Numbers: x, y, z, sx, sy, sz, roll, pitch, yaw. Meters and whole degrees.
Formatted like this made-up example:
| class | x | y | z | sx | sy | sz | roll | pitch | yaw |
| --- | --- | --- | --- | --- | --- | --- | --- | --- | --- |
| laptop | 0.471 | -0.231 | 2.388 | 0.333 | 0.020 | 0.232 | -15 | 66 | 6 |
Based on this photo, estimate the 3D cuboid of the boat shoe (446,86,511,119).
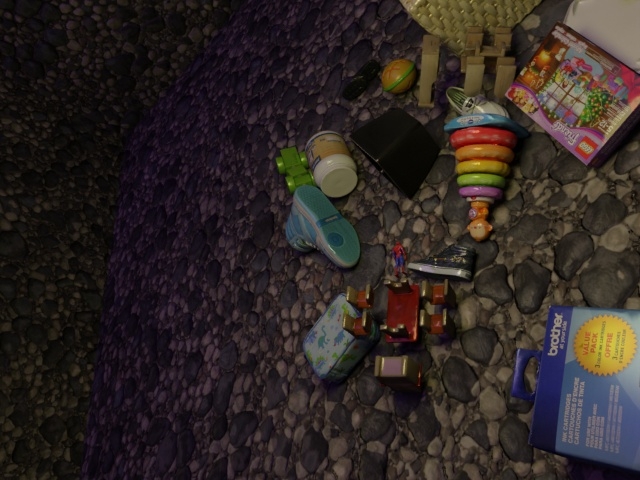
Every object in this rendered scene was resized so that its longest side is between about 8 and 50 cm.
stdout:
| class | x | y | z | sx | sy | sz | roll | pitch | yaw |
| --- | --- | --- | --- | --- | --- | --- | --- | --- | --- |
| boat shoe | 0.414 | -0.355 | 1.579 | 0.083 | 0.076 | 0.226 | -57 | 37 | 9 |

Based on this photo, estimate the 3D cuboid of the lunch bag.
| class | x | y | z | sx | sy | sz | roll | pitch | yaw |
| --- | --- | --- | --- | --- | --- | --- | --- | --- | --- |
| lunch bag | 0.054 | 0.268 | 1.626 | 0.219 | 0.090 | 0.176 | -54 | 39 | 12 |

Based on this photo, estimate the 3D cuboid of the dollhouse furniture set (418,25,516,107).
| class | x | y | z | sx | sy | sz | roll | pitch | yaw |
| --- | --- | --- | --- | --- | --- | --- | --- | --- | --- |
| dollhouse furniture set | 0.390 | -0.449 | 1.561 | 0.242 | 0.161 | 0.212 | 5 | 46 | 9 |

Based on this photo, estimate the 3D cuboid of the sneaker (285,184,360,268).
| class | x | y | z | sx | sy | sz | roll | pitch | yaw |
| --- | --- | --- | --- | --- | --- | --- | --- | --- | --- |
| sneaker | 0.000 | 0.000 | 1.851 | 0.319 | 0.127 | 0.208 | 58 | 144 | 28 |

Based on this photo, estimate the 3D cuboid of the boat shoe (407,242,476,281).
| class | x | y | z | sx | sy | sz | roll | pitch | yaw |
| --- | --- | --- | --- | --- | --- | --- | --- | --- | --- |
| boat shoe | 0.308 | 0.051 | 1.479 | 0.183 | 0.065 | 0.083 | 6 | 72 | 44 |

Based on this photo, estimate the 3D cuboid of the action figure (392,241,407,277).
| class | x | y | z | sx | sy | sz | roll | pitch | yaw |
| --- | --- | --- | --- | --- | --- | --- | --- | --- | --- |
| action figure | 0.218 | 0.050 | 1.612 | 0.038 | 0.030 | 0.115 | -28 | 44 | 31 |

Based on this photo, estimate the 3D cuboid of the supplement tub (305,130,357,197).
| class | x | y | z | sx | sy | sz | roll | pitch | yaw |
| --- | --- | --- | --- | --- | --- | --- | --- | --- | --- |
| supplement tub | 0.037 | -0.251 | 1.913 | 0.144 | 0.144 | 0.200 | -44 | 40 | 24 |

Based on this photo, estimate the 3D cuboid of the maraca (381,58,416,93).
| class | x | y | z | sx | sy | sz | roll | pitch | yaw |
| --- | --- | --- | --- | --- | --- | --- | --- | --- | --- |
| maraca | 0.250 | -0.529 | 1.871 | 0.127 | 0.099 | 0.186 | -36 | 19 | 21 |

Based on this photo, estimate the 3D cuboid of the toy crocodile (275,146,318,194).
| class | x | y | z | sx | sy | sz | roll | pitch | yaw |
| --- | --- | --- | --- | --- | --- | --- | --- | --- | --- |
| toy crocodile | -0.082 | -0.229 | 2.088 | 0.115 | 0.105 | 0.340 | -17 | 42 | -8 |

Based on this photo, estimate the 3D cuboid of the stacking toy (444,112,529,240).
| class | x | y | z | sx | sy | sz | roll | pitch | yaw |
| --- | --- | --- | --- | --- | --- | --- | --- | --- | --- |
| stacking toy | 0.397 | -0.148 | 1.441 | 0.175 | 0.166 | 0.302 | 2 | 85 | 44 |

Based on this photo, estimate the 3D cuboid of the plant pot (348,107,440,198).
| class | x | y | z | sx | sy | sz | roll | pitch | yaw |
| --- | --- | --- | --- | --- | --- | --- | --- | --- | --- |
| plant pot | 0.226 | -0.265 | 1.679 | 0.167 | 0.188 | 0.187 | -43 | 39 | 5 |

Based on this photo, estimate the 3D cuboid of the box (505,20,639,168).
| class | x | y | z | sx | sy | sz | roll | pitch | yaw |
| --- | --- | --- | --- | --- | --- | --- | --- | --- | --- |
| box | 0.575 | -0.329 | 1.307 | 0.201 | 0.057 | 0.293 | -59 | 46 | 30 |

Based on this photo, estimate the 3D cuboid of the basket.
| class | x | y | z | sx | sy | sz | roll | pitch | yaw |
| --- | --- | --- | --- | --- | --- | --- | --- | --- | --- |
| basket | 0.397 | -0.731 | 1.616 | 0.328 | 0.331 | 0.266 | -42 | 43 | 27 |

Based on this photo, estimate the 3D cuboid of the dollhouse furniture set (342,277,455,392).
| class | x | y | z | sx | sy | sz | roll | pitch | yaw |
| --- | --- | --- | --- | --- | --- | --- | --- | --- | --- |
| dollhouse furniture set | 0.199 | 0.229 | 1.435 | 0.262 | 0.135 | 0.259 | -7 | 59 | 27 |

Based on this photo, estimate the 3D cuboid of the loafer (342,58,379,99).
| class | x | y | z | sx | sy | sz | roll | pitch | yaw |
| --- | --- | --- | --- | --- | --- | --- | --- | --- | --- |
| loafer | 0.142 | -0.566 | 2.059 | 0.170 | 0.062 | 0.061 | -42 | 19 | 21 |

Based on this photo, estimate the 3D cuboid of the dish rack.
| class | x | y | z | sx | sy | sz | roll | pitch | yaw |
| --- | --- | --- | --- | --- | --- | --- | --- | --- | --- |
| dish rack | 0.684 | -0.475 | 1.334 | 0.333 | 0.072 | 0.285 | 11 | 77 | 51 |

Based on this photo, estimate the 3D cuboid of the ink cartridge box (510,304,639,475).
| class | x | y | z | sx | sy | sz | roll | pitch | yaw |
| --- | --- | --- | --- | --- | --- | --- | --- | --- | --- |
| ink cartridge box | 0.533 | 0.260 | 1.010 | 0.395 | 0.151 | 0.270 | -6 | 65 | 50 |
